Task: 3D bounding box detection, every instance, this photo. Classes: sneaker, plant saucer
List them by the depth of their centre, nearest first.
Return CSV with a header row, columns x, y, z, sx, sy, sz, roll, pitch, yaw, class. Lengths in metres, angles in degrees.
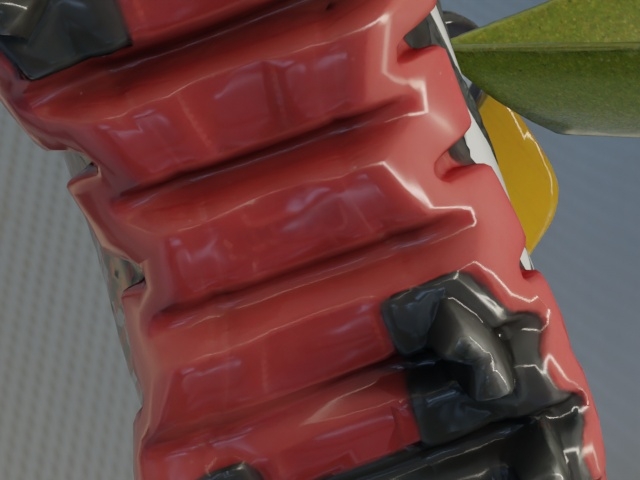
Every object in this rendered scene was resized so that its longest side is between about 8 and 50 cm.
x,y,z,sx,sy,sz,roll,pitch,yaw,class
-0.005,-0.006,0.403,0.135,0.098,0.276,-90,162,-71,sneaker
0.174,-0.079,0.713,0.188,0.188,0.045,-24,108,-34,plant saucer

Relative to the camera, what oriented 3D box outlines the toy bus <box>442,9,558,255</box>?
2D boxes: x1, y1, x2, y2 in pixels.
x,y,z,sx,sy,sz,roll,pitch,yaw,class
-0.036,-0.086,0.799,0.333,0.108,0.130,39,84,-38,toy bus
